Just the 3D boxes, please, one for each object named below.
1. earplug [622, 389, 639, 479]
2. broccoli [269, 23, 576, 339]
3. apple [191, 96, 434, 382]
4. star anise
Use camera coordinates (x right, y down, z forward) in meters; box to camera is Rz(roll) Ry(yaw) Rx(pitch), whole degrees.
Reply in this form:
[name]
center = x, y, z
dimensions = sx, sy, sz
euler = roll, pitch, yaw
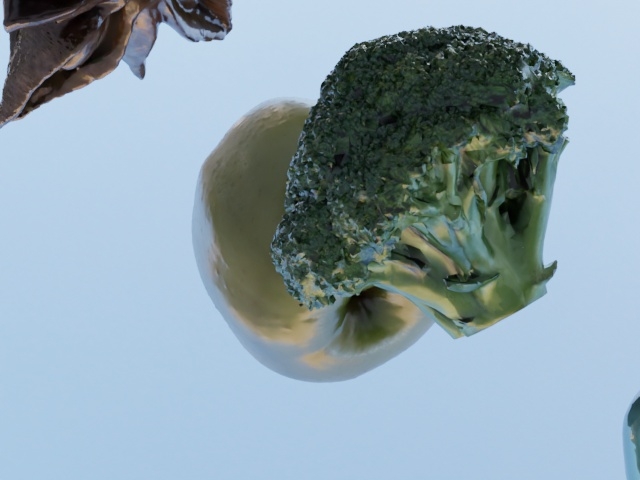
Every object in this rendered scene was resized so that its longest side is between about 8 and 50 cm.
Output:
[earplug]
center = 0.326, 0.246, 0.984
dimensions = 0.185, 0.185, 0.324
euler = -31, -91, 16
[broccoli]
center = 0.083, -0.041, 0.998
dimensions = 0.269, 0.261, 0.242
euler = -30, -85, -7
[apple]
center = 0.000, 0.000, 1.278
dimensions = 0.279, 0.279, 0.279
euler = -7, -106, 24
[star anise]
center = -0.157, -0.223, 0.971
dimensions = 0.349, 0.292, 0.109
euler = -30, -128, -29
